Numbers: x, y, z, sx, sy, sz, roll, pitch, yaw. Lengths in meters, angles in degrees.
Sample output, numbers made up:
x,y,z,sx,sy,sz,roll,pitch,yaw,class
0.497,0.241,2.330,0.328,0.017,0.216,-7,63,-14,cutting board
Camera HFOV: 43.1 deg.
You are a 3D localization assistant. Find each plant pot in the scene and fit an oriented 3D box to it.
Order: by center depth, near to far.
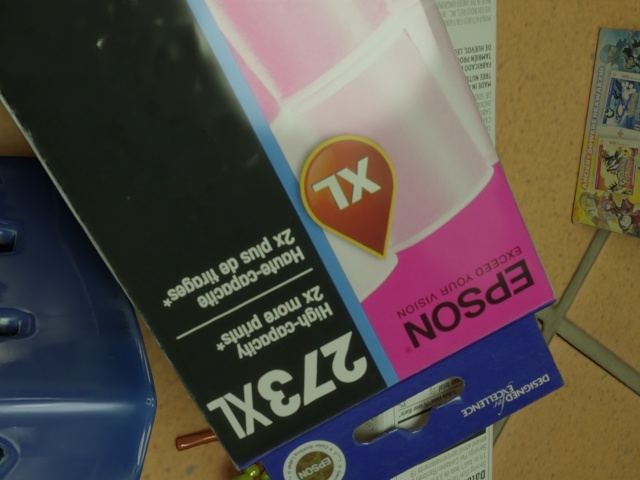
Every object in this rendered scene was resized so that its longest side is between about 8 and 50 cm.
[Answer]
x,y,z,sx,sy,sz,roll,pitch,yaw,class
-0.229,0.092,0.405,0.212,0.236,0.236,7,118,-28,plant pot

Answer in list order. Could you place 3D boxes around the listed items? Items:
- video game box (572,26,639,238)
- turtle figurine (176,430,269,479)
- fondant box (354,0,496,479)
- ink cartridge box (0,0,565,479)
x,y,z,sx,sy,sz,roll,pitch,yaw,class
0.342,-0.097,0.779,0.048,0.187,0.205,-6,107,-36,video game box
0.008,0.252,0.669,0.269,0.217,0.087,18,120,-28,turtle figurine
0.000,0.000,0.547,0.096,0.238,0.330,-14,111,-32,fondant box
-0.012,-0.023,0.374,0.175,0.069,0.371,-28,112,-1,ink cartridge box
